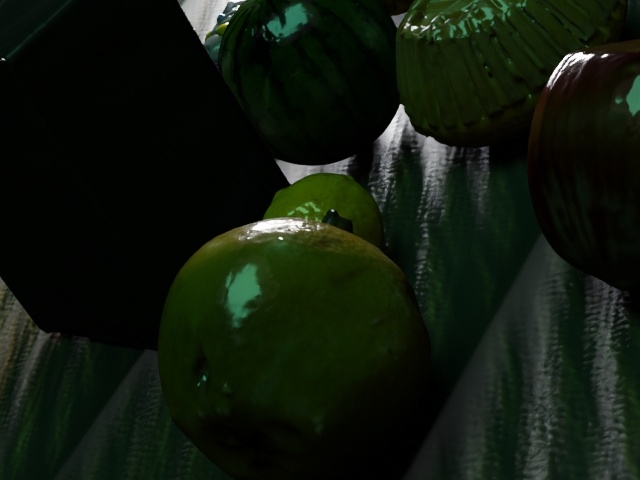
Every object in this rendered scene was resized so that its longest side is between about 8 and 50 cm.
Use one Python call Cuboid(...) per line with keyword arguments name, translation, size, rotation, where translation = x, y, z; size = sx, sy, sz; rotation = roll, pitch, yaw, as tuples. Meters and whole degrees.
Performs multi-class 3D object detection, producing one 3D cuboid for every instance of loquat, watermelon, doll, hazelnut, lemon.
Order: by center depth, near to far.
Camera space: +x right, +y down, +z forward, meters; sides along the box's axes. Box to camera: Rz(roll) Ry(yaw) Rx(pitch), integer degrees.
Cuboid(name="hazelnut", translation=(0.262, -0.064, 1.384), size=(0.212, 0.180, 0.181), rotation=(0, 15, 43))
Cuboid(name="loquat", translation=(-0.015, 0.072, 1.413), size=(0.213, 0.213, 0.246), rotation=(-13, 38, 33))
Cuboid(name="lemon", translation=(0.000, 0.000, 1.592), size=(0.114, 0.114, 0.155), rotation=(-17, 31, 28))
Cuboid(name="watermelon", translation=(-0.016, -0.179, 1.766), size=(0.188, 0.214, 0.188), rotation=(-29, 26, 16))
Cuboid(name="doll", translation=(-0.111, -0.217, 2.081), size=(0.194, 0.062, 0.104), rotation=(-58, -2, -24))

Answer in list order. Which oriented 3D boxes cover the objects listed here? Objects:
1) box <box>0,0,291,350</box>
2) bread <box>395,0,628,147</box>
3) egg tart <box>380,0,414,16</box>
Cuboid(name="box", translation=(-0.224, -0.090, 1.724), size=(0.251, 0.345, 0.204), rotation=(4, 44, 47))
Cuboid(name="bread", translation=(0.170, -0.192, 1.678), size=(0.240, 0.139, 0.240), rotation=(-27, 31, 18))
Cuboid(name="egg tart", translation=(0.128, -0.334, 1.855), size=(0.291, 0.107, 0.291), rotation=(-30, -6, -3))
